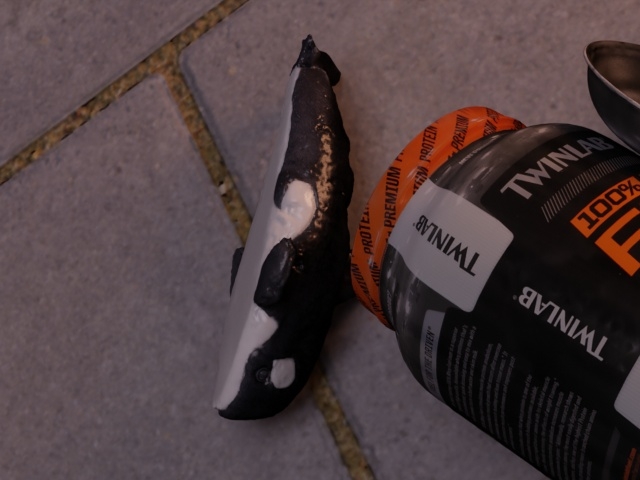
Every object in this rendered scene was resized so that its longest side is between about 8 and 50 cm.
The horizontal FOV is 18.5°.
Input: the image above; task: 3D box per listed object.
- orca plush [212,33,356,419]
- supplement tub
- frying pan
[{"bbox_3d":[0.000,0.000,1.461,0.151,0.102,0.287,130,152,-60],"label":"orca plush"},{"bbox_3d":[0.193,0.060,1.243,0.338,0.207,0.207,34,91,32],"label":"supplement tub"},{"bbox_3d":[0.289,-0.041,1.228,0.326,0.197,0.053,46,121,43],"label":"frying pan"}]
